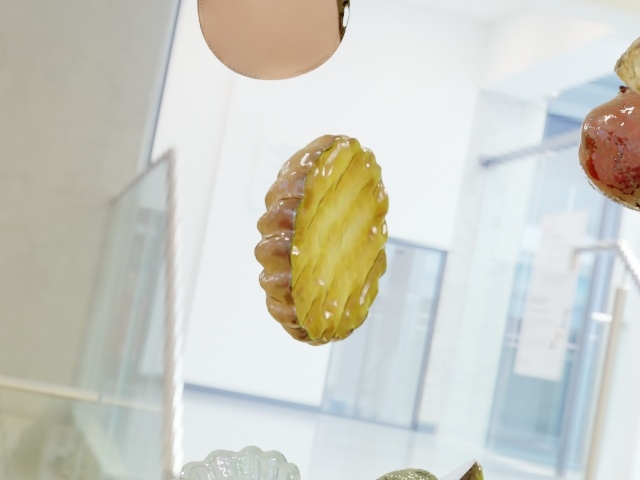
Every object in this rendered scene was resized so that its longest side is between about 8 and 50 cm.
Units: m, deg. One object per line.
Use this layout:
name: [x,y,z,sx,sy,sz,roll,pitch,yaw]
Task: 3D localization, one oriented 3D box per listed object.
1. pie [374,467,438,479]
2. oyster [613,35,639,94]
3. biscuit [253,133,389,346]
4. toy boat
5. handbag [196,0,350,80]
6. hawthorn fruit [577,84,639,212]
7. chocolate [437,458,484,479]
pie: [0.139,0.466,2.237,0.187,0.187,0.041,8,-4,35]
oyster: [0.409,-0.180,1.212,0.271,0.100,0.275,-15,11,6]
biscuit: [0.000,0.000,2.038,0.107,0.326,0.326,8,-5,27]
toy boat: [-0.110,0.394,1.910,0.199,0.100,0.290,-15,21,-10]
handbag: [-0.048,-0.286,1.530,0.179,0.116,0.205,-6,-49,1]
hawthorn fruit: [0.457,-0.104,1.843,0.181,0.181,0.235,13,29,-36]
chocolate: [0.126,0.450,1.661,0.210,0.340,0.225,49,21,2]
